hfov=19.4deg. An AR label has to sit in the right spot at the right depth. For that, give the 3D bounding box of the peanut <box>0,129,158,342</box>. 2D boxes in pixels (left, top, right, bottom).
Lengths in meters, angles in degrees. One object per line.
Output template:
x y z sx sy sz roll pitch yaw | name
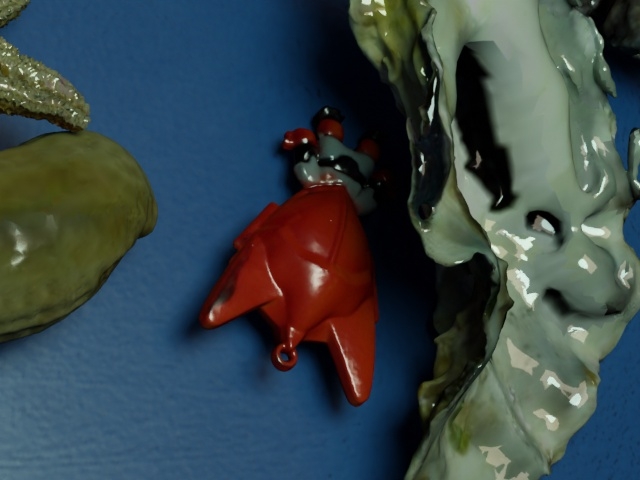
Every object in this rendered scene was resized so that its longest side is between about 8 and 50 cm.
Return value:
-0.187 -0.004 0.941 0.236 0.110 0.120 -18 39 -34 | peanut

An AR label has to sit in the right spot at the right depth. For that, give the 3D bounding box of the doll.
0.000 0.000 1.059 0.109 0.057 0.169 29 61 -19 | doll

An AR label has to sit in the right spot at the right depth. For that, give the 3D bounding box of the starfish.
-0.229 -0.101 0.941 0.227 0.043 0.240 26 33 10 | starfish

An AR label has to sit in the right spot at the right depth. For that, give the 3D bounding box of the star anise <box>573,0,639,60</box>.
0.195 -0.156 1.178 0.204 0.061 0.181 11 41 -39 | star anise

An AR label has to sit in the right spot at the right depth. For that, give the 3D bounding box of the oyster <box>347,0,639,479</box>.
0.088 -0.027 1.063 0.238 0.114 0.351 -34 106 -52 | oyster
